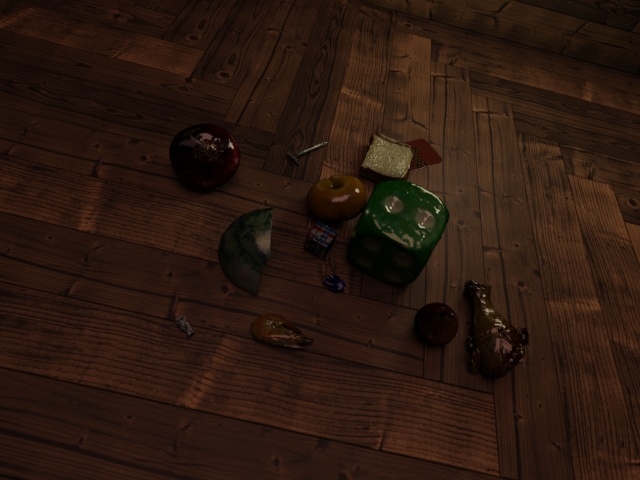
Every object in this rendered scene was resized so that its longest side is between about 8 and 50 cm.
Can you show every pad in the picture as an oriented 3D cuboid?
[{"bbox_3d":[0.456,-0.419,2.023,0.267,0.004,0.181,-20,62,-23],"label":"pad"}]

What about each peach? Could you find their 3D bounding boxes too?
[{"bbox_3d":[0.063,-0.173,1.671,0.252,0.153,0.251,-5,28,3],"label":"peach"}]

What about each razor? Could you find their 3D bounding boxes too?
[{"bbox_3d":[-0.048,-0.419,1.898,0.211,0.035,0.084,-33,70,-28],"label":"razor"}]

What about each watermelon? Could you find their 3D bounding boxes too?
[{"bbox_3d":[-0.251,0.042,1.473,0.176,0.256,0.260,41,32,-38],"label":"watermelon"}]

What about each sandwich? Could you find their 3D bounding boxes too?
[{"bbox_3d":[0.308,-0.367,1.905,0.227,0.087,0.251,18,57,4],"label":"sandwich"}]

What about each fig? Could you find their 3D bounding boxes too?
[{"bbox_3d":[0.399,0.282,1.436,0.149,0.202,0.148,-33,47,9],"label":"fig"}]

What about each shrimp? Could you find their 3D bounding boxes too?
[{"bbox_3d":[-0.125,0.303,1.379,0.217,0.051,0.115,14,52,1],"label":"shrimp"}]

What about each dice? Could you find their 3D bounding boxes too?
[{"bbox_3d":[0.284,-0.028,1.541,0.300,0.297,0.287,27,57,6],"label":"dice"}]

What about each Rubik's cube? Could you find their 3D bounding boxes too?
[{"bbox_3d":[0.000,0.000,1.585,0.092,0.092,0.092,29,54,8],"label":"Rubik's cube"}]

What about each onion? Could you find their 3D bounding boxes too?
[{"bbox_3d":[-0.470,-0.339,1.675,0.273,0.285,0.272,-1,94,-20],"label":"onion"}]

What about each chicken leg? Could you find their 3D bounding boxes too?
[{"bbox_3d":[0.631,0.308,1.477,0.212,0.140,0.360,9,58,4],"label":"chicken leg"}]

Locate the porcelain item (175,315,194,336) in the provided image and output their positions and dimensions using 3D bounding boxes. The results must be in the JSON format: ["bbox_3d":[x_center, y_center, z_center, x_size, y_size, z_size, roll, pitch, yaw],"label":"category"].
[{"bbox_3d":[-0.444,0.277,1.342,0.036,0.028,0.083,-22,60,-43],"label":"porcelain item"}]

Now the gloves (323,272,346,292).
[{"bbox_3d":[0.052,0.159,1.527,0.086,0.026,0.064,42,60,16],"label":"gloves"}]
